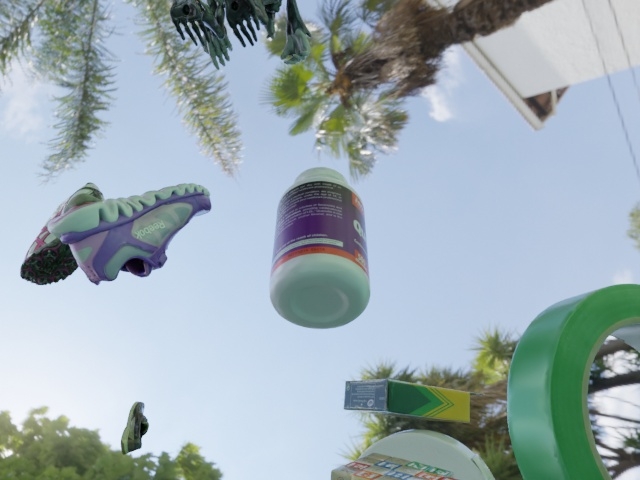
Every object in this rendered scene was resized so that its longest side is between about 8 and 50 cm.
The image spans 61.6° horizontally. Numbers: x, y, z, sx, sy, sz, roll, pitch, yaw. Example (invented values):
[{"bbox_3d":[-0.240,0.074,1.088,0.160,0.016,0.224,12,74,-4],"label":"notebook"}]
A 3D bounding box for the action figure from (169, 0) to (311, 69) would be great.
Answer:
[{"bbox_3d":[-0.104,-0.316,0.767,0.275,0.164,0.140,-61,-35,-62],"label":"action figure"}]

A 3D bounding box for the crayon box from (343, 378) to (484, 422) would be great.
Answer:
[{"bbox_3d":[0.253,0.438,1.452,0.323,0.203,0.083,15,-111,-26],"label":"crayon box"}]

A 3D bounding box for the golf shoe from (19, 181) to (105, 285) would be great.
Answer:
[{"bbox_3d":[-0.380,-0.006,0.802,0.068,0.186,0.085,34,-157,-39],"label":"golf shoe"}]

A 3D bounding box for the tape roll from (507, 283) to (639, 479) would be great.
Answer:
[{"bbox_3d":[0.375,0.213,0.631,0.322,0.077,0.320,7,-111,-18],"label":"tape roll"}]

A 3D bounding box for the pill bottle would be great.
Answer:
[{"bbox_3d":[0.000,0.000,1.046,0.182,0.182,0.322,38,-146,-30],"label":"pill bottle"}]

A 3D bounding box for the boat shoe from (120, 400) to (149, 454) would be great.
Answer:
[{"bbox_3d":[-0.419,0.429,1.234,0.049,0.152,0.056,-1,-64,-6],"label":"boat shoe"}]

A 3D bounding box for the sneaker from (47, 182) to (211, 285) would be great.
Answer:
[{"bbox_3d":[-0.227,-0.009,0.699,0.236,0.095,0.104,-28,-82,-57],"label":"sneaker"}]

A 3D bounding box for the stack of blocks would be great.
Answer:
[{"bbox_3d":[0.185,0.466,0.953,0.171,0.297,0.087,15,-103,-56],"label":"stack of blocks"}]

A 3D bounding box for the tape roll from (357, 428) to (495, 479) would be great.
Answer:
[{"bbox_3d":[0.244,0.655,1.284,0.072,0.393,0.391,22,-107,-61],"label":"tape roll"}]
